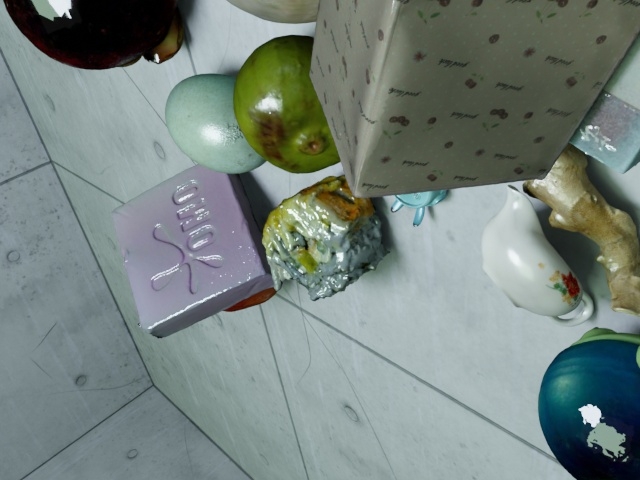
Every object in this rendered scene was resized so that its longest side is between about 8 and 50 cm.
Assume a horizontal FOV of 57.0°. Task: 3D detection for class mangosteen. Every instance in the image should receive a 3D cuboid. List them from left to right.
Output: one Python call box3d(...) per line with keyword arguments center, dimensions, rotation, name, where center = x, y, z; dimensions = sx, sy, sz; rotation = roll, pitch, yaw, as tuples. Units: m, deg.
box3d(center=(-0.396, -0.447, 1.061), dimensions=(0.307, 0.307, 0.347), rotation=(47, 177, 14), name="mangosteen")

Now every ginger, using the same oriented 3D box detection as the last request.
box3d(center=(0.289, -0.041, 0.672), dimensions=(0.089, 0.075, 0.288), rotation=(-31, 88, 37), name="ginger")

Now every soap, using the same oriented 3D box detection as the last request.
box3d(center=(-0.264, 0.013, 1.221), dimensions=(0.296, 0.285, 0.107), rotation=(65, -171, 23), name="soap")

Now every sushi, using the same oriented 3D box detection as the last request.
box3d(center=(0.000, 0.000, 1.046), dimensions=(0.184, 0.139, 0.274), rotation=(58, 150, -1), name="sushi")

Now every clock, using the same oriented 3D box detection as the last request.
box3d(center=(0.137, -0.091, 0.862), dimensions=(0.108, 0.045, 0.147), rotation=(35, 144, 32), name="clock")

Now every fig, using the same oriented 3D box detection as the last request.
box3d(center=(-0.029, -0.215, 0.862), dimensions=(0.203, 0.202, 0.225), rotation=(97, 168, -48), name="fig")

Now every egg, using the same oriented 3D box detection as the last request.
box3d(center=(-0.179, -0.211, 1.065), dimensions=(0.236, 0.169, 0.169), rotation=(27, 139, 29), name="egg")

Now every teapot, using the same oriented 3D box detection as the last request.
box3d(center=(0.264, 0.037, 0.733), dimensions=(0.226, 0.092, 0.145), rotation=(45, -165, -25), name="teapot")

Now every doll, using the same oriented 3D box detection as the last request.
box3d(center=(0.372, 0.186, 0.650), dimensions=(0.198, 0.186, 0.322), rotation=(35, 150, -3), name="doll")

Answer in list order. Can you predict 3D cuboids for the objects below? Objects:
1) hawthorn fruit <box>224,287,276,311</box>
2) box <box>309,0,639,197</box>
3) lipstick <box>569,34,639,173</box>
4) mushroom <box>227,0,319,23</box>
box3d(center=(-0.202, 0.085, 1.329), dimensions=(0.196, 0.225, 0.197), rotation=(44, 160, 21), name="hawthorn fruit")
box3d(center=(0.129, -0.209, 0.528), dimensions=(0.297, 0.225, 0.191), rotation=(102, 156, -53), name="box")
box3d(center=(0.311, -0.222, 0.465), dimensions=(0.079, 0.076, 0.372), rotation=(41, 146, 26), name="lipstick")
box3d(center=(-0.049, -0.426, 0.632), dimensions=(0.362, 0.294, 0.362), rotation=(52, 180, 0), name="mushroom")
